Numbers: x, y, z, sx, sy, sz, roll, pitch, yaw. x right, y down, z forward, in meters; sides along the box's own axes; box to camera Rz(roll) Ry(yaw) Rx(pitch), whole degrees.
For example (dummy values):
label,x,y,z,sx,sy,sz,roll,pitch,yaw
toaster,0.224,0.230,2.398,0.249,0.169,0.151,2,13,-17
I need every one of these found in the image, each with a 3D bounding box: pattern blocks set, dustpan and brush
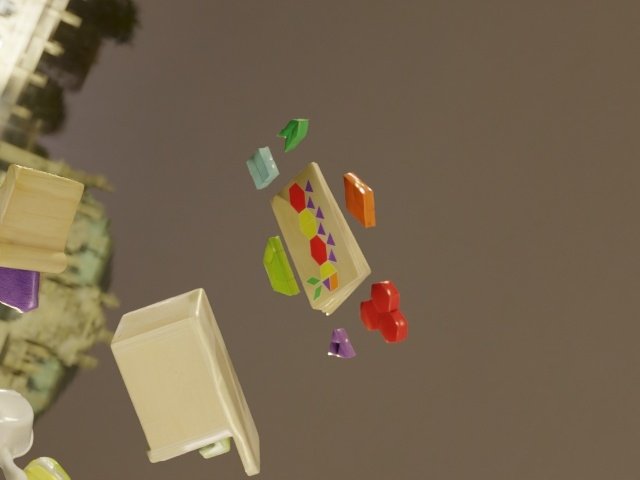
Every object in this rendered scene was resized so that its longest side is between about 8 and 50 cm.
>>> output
label,x,y,z,sx,sy,sz,roll,pitch,yaw
pattern blocks set,0.000,0.000,1.663,0.285,0.026,0.325,-25,-98,56
dustpan and brush,-0.403,0.247,1.528,0.211,0.147,0.060,25,-80,48

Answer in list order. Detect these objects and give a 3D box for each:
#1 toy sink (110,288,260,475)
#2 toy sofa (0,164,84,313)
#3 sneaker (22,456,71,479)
label,x,y,z,sx,sy,sz,roll,pitch,yaw
toy sink,-0.181,0.206,1.647,0.131,0.234,0.153,-20,-168,1
toy sofa,-0.488,-0.044,1.496,0.177,0.362,0.150,-71,160,0
sneaker,-0.333,0.408,1.614,0.126,0.240,0.091,-39,176,-13
